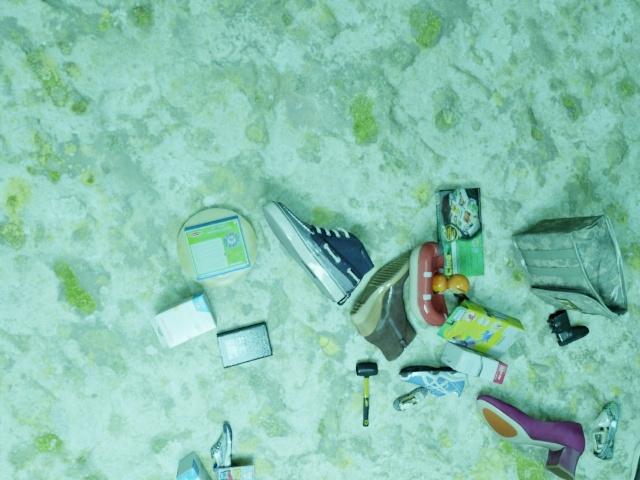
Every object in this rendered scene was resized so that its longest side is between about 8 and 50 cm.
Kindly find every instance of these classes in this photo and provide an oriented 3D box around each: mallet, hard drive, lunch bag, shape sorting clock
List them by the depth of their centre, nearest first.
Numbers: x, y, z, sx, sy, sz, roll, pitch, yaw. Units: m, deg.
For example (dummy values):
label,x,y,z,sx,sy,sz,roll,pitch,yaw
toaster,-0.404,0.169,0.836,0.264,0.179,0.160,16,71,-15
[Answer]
label,x,y,z,sx,sy,sz,roll,pitch,yaw
shape sorting clock,-0.269,0.019,1.235,0.205,0.040,0.207,0,93,-8
hard drive,-0.203,0.280,1.269,0.135,0.022,0.094,-13,94,-11
mallet,0.140,0.436,1.345,0.062,0.039,0.190,-8,98,-8
lunch bag,0.716,0.087,1.349,0.168,0.235,0.287,-25,96,-16

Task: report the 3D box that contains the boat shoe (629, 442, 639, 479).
label,x,y,z,sx,sy,sz,roll,pitch,yaw
boat shoe,1.076,0.830,1.517,0.127,0.113,0.341,11,90,-13

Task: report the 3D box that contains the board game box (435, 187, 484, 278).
label,x,y,z,sx,sy,sz,roll,pitch,yaw
board game box,0.409,-0.021,1.386,0.136,0.030,0.260,-4,93,-14

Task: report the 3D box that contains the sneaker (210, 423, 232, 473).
label,x,y,z,sx,sy,sz,roll,pitch,yaw
sneaker,-0.264,0.556,1.254,0.057,0.052,0.136,2,91,-8

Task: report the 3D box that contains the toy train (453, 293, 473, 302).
label,x,y,z,sx,sy,sz,roll,pitch,yaw
toy train,0.456,0.201,1.399,0.158,0.036,0.027,42,84,-11

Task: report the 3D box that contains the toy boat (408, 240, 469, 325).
label,x,y,z,sx,sy,sz,roll,pitch,yaw
toy boat,0.331,0.120,1.294,0.151,0.151,0.232,2,94,32

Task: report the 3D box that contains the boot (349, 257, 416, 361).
label,x,y,z,sx,sy,sz,roll,pitch,yaw
boot,0.212,0.194,1.341,0.248,0.090,0.207,-47,115,-11

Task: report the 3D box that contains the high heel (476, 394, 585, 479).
label,x,y,z,sx,sy,sz,roll,pitch,yaw
high heel,0.639,0.543,1.440,0.377,0.127,0.181,41,55,-7

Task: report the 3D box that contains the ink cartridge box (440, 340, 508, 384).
label,x,y,z,sx,sy,sz,roll,pitch,yaw
ink cartridge box,0.441,0.352,1.365,0.150,0.109,0.063,20,89,-12

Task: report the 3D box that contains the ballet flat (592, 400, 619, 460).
label,x,y,z,sx,sy,sz,roll,pitch,yaw
ballet flat,0.901,0.603,1.500,0.070,0.070,0.189,7,87,-12

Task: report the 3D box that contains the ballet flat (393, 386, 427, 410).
label,x,y,z,sx,sy,sz,roll,pitch,yaw
ballet flat,0.267,0.464,1.368,0.114,0.041,0.041,-22,97,-11

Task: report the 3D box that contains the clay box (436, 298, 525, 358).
label,x,y,z,sx,sy,sz,roll,pitch,yaw
clay box,0.456,0.253,1.366,0.221,0.053,0.128,22,120,-12

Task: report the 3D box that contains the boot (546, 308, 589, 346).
label,x,y,z,sx,sy,sz,roll,pitch,yaw
boot,0.769,0.262,1.467,0.121,0.045,0.099,-23,93,-10

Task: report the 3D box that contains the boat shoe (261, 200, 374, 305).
label,x,y,z,sx,sy,sz,roll,pitch,yaw
boat shoe,0.000,0.000,1.262,0.158,0.127,0.341,-41,108,-14

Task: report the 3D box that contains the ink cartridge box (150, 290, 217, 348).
label,x,y,z,sx,sy,sz,roll,pitch,yaw
ink cartridge box,-0.347,0.201,1.201,0.143,0.090,0.092,-22,96,-9

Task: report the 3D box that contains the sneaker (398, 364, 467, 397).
label,x,y,z,sx,sy,sz,roll,pitch,yaw
sneaker,0.325,0.407,1.358,0.210,0.080,0.082,8,87,-11

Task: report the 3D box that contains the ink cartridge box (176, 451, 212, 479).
label,x,y,z,sx,sy,sz,roll,pitch,yaw
ink cartridge box,-0.319,0.630,1.224,0.052,0.088,0.123,-31,98,-9

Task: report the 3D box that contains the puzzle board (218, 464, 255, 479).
label,x,y,z,sx,sy,sz,roll,pitch,yaw
puzzle board,-0.224,0.652,1.261,0.096,0.011,0.128,0,115,-12
